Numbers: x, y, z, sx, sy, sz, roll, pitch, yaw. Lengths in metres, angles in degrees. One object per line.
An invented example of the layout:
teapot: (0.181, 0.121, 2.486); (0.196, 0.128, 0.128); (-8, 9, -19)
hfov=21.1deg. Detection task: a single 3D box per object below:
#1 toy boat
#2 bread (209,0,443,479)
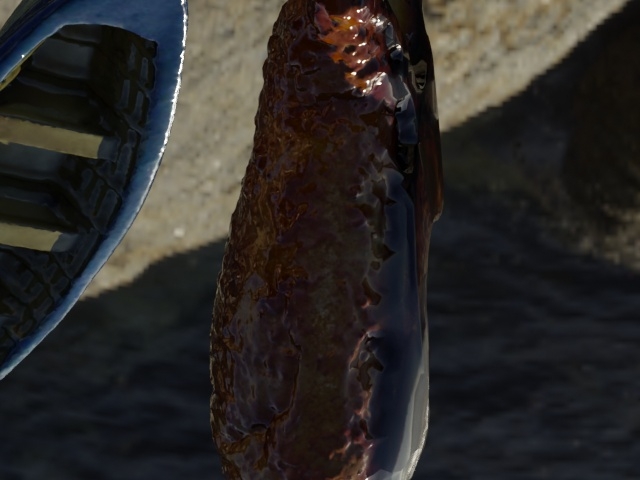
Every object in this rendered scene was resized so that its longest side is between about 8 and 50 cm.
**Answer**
toy boat: (-0.094, -0.028, 0.548); (0.080, 0.046, 0.229); (12, 138, -23)
bread: (0.001, 0.000, 0.691); (0.095, 0.139, 0.268); (0, 109, 7)
